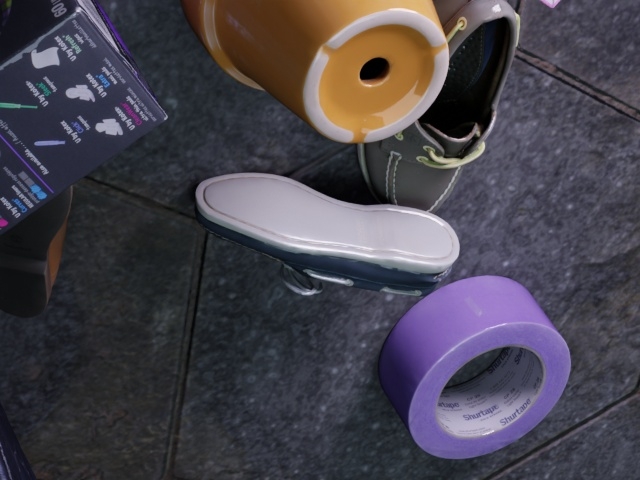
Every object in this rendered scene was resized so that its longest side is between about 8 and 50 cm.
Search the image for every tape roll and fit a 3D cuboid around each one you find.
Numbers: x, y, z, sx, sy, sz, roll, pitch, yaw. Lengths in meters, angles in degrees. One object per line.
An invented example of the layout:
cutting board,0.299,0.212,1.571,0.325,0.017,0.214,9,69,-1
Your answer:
tape roll,0.161,0.134,2.015,0.189,0.080,0.189,-15,134,-17

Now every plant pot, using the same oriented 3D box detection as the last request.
plant pot,0.010,-0.182,1.582,0.205,0.188,0.205,-15,133,-17

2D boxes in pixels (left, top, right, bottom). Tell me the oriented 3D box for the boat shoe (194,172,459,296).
boat shoe,0.000,0.000,1.790,0.254,0.095,0.079,8,137,-18

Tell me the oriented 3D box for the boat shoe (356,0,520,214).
boat shoe,0.107,-0.121,1.744,0.109,0.091,0.305,-10,138,-22

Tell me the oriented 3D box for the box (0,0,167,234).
box,-0.285,-0.104,1.505,0.270,0.165,0.143,-35,136,2

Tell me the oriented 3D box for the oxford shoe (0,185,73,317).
oxford shoe,-0.248,-0.031,1.655,0.076,0.076,0.212,18,135,0

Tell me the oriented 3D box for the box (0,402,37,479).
box,-0.334,0.342,1.580,0.297,0.480,0.472,-22,122,-9

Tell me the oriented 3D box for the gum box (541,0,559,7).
gum box,0.136,-0.283,1.621,0.188,0.107,0.062,27,111,-41
